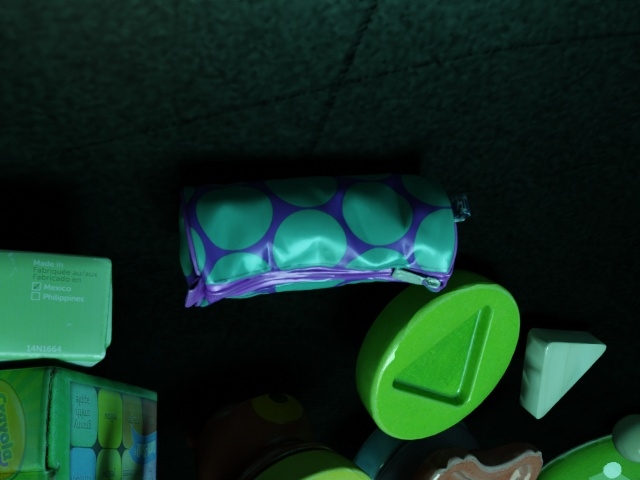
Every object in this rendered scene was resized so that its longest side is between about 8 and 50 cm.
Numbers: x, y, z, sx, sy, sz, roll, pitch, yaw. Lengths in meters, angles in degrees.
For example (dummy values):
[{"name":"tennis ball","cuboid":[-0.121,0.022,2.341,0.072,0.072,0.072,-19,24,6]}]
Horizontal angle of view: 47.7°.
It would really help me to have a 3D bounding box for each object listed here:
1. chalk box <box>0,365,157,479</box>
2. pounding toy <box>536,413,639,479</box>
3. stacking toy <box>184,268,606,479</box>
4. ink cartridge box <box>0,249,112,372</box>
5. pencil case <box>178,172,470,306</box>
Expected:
[{"name":"chalk box","cuboid":[-0.160,0.137,0.366,0.213,0.132,0.132,-6,162,5]},{"name":"pounding toy","cuboid":[0.379,0.304,0.875,0.182,0.110,0.237,3,139,-23]},{"name":"stacking toy","cuboid":[0.063,0.138,0.603,0.309,0.130,0.280,21,103,-42]},{"name":"ink cartridge box","cuboid":[-0.222,0.058,0.404,0.171,0.056,0.235,5,162,-24]},{"name":"pencil case","cuboid":[0.000,0.000,0.393,0.151,0.070,0.064,-4,141,-14]}]
